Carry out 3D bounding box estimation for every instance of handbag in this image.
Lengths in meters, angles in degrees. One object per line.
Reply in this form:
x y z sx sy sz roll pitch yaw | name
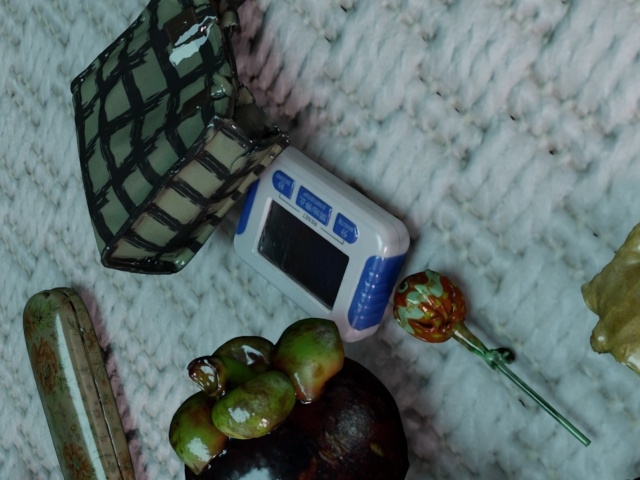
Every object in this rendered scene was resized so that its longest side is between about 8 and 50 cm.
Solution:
-0.205 -0.168 1.309 0.327 0.163 0.325 -42 53 38 | handbag

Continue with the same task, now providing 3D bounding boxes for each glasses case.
-0.424 0.291 1.658 0.157 0.098 0.425 -23 82 46 | glasses case

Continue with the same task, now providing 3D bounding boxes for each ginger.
0.357 0.088 0.928 0.157 0.102 0.216 -44 61 9 | ginger

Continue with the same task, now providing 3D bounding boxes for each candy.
0.199 0.136 1.099 0.288 0.078 0.084 41 152 25 | candy

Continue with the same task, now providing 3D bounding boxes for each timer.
0.000 0.000 1.245 0.253 0.078 0.178 38 123 32 | timer

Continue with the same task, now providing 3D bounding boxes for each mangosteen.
-0.039 0.261 1.173 0.311 0.311 0.311 9 103 40 | mangosteen

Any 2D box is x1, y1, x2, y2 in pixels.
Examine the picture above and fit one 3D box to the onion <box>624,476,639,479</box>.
0.351 0.383 0.847 0.341 0.341 0.341 9 103 40 | onion
